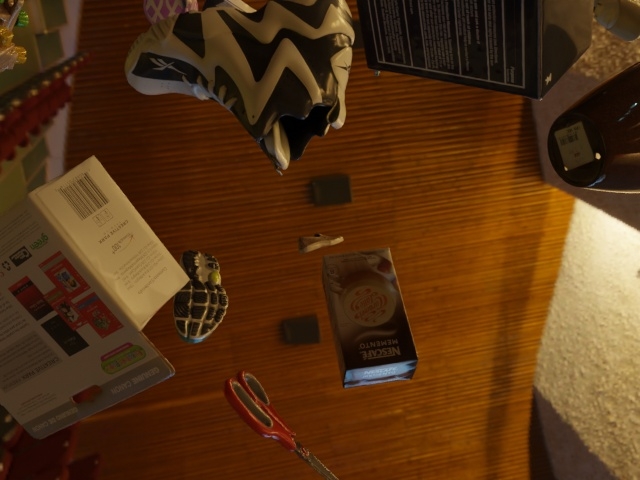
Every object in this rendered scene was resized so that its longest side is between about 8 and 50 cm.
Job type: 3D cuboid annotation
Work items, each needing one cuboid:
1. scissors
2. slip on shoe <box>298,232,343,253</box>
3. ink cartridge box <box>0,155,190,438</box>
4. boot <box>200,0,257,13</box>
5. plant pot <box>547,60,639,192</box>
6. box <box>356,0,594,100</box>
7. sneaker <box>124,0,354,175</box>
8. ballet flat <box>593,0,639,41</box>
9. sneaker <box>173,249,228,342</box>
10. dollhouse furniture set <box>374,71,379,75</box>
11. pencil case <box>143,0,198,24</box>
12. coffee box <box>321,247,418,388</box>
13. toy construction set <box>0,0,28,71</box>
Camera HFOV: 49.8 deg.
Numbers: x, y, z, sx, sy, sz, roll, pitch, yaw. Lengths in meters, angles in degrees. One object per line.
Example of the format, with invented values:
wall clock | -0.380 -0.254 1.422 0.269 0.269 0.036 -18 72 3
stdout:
scissors | -0.040 0.309 1.019 0.297 0.021 0.109 51 8 -6
slip on shoe | 0.000 0.000 1.760 0.051 0.136 0.041 -22 -96 58
ink cartridge box | -0.342 0.088 0.909 0.271 0.310 0.130 55 31 -13
boot | -0.165 -0.432 1.382 0.069 0.190 0.086 39 -77 39
plant pot | 0.451 -0.155 0.993 0.215 0.231 0.215 48 -34 47
box | 0.210 -0.383 0.955 0.294 0.183 0.296 22 -38 36
sneaker | -0.078 -0.131 0.645 0.094 0.235 0.152 29 55 -73
ballet flat | 0.609 -0.495 1.464 0.248 0.086 0.086 -92 180 -51
sneaker | -0.251 0.128 1.422 0.275 0.107 0.109 -101 -154 -61
dollhouse furniture set | 0.162 -0.487 1.762 0.151 0.059 0.076 53 46 -69
pencil case | -0.294 -0.466 1.363 0.206 0.087 0.088 -102 177 -71
coffee box | 0.091 0.147 1.335 0.098 0.141 0.246 94 -14 -57
toy construction set | -0.672 -0.375 1.370 0.237 0.258 0.308 -22 133 -58
